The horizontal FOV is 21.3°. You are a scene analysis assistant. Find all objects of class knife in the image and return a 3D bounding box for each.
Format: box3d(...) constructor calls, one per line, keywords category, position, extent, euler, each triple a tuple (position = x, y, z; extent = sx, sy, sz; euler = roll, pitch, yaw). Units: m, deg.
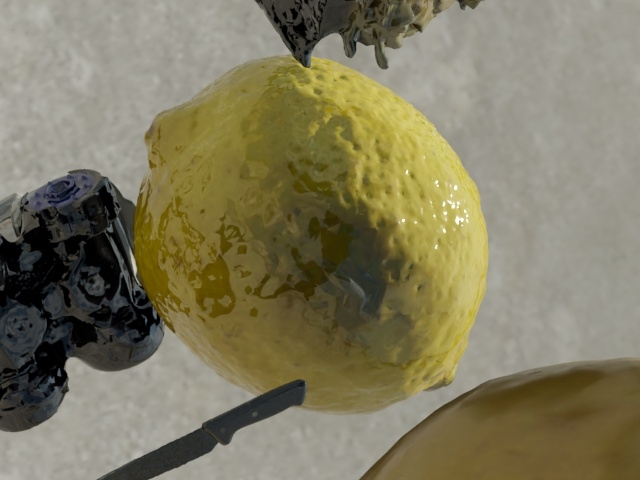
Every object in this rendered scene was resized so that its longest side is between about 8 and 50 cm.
box3d(category="knife", position=(-0.084, 0.130, 1.074), extent=(0.010, 0.170, 0.023), euler=(-115, 180, -61))

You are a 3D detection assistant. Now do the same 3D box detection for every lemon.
box3d(category="lemon", position=(0.000, 0.000, 1.270), extent=(0.310, 0.253, 0.253), euler=(42, 39, -16))

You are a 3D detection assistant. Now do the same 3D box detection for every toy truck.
box3d(category="toy truck", position=(-0.243, 0.034, 1.341), extent=(0.213, 0.177, 0.161), euler=(-32, 122, -25))

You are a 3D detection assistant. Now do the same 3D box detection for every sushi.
box3d(category="sushi", position=(0.028, -0.165, 0.879), extent=(0.115, 0.147, 0.212), euler=(50, -3, 11))

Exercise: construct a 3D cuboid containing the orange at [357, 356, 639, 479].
box3d(category="orange", position=(0.118, 0.175, 0.594), extent=(0.279, 0.279, 0.235), euler=(47, 46, -32))
